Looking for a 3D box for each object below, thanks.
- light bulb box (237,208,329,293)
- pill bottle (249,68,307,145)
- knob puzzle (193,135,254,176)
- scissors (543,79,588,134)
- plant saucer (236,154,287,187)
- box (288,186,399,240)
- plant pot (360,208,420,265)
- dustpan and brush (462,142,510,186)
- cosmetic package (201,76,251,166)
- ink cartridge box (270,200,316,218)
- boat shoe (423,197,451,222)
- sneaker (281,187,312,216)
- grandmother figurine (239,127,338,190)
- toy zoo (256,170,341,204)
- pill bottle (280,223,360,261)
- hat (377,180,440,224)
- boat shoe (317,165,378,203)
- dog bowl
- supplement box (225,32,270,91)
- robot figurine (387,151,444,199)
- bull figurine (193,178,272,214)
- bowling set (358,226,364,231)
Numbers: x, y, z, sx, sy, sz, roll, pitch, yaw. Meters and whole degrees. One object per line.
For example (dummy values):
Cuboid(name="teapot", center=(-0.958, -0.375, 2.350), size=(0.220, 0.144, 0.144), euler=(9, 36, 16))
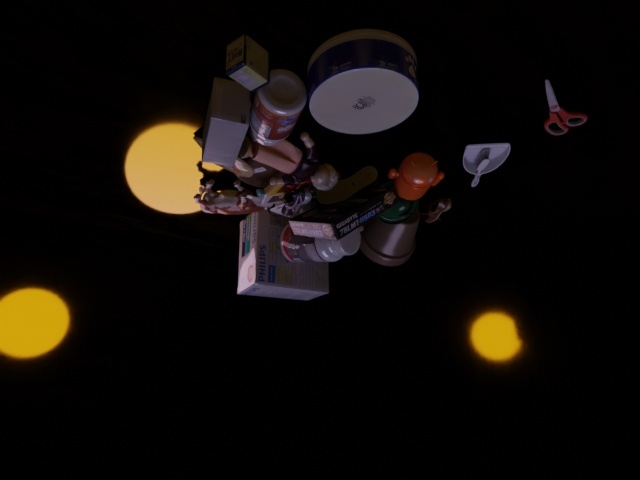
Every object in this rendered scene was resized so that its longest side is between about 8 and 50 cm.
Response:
Cuboid(name="light bulb box", center=(-0.169, 0.072, 1.972), size=(0.361, 0.357, 0.225), euler=(11, 157, -29))
Cuboid(name="pill bottle", center=(-0.117, -0.329, 1.114), size=(0.121, 0.121, 0.216), euler=(4, 166, -16))
Cuboid(name="knob puzzle", center=(-0.286, -0.261, 1.375), size=(0.213, 0.030, 0.213), euler=(27, 168, 6))
Cuboid(name="scissors", center=(0.650, -0.364, 1.220), size=(0.297, 0.021, 0.109), euler=(12, 160, -39))
Cuboid(name="plant saucer", center=(-0.177, -0.247, 1.506), size=(0.278, 0.041, 0.278), euler=(0, 162, 0))
Cuboid(name="box", center=(0.079, -0.101, 1.552), size=(0.293, 0.073, 0.296), euler=(-31, -160, -27))
Cuboid(name="plant pot", center=(0.310, -0.055, 1.841), size=(0.263, 0.263, 0.229), euler=(4, 145, -15))
Cuboid(name="dustpan and brush", center=(0.551, -0.253, 1.492), size=(0.147, 0.060, 0.211), euler=(-2, 162, 3))
Cuboid(name="cosmetic package", center=(-0.257, -0.310, 1.168), size=(0.107, 0.127, 0.238), euler=(5, 159, -17))
Cuboid(name="ink cartridge box", center=(-0.115, -0.142, 1.792), size=(0.104, 0.061, 0.181), euler=(-17, 156, 40))
Cuboid(name="boat shoe", center=(0.489, -0.134, 1.863), size=(0.060, 0.064, 0.178), euler=(10, 153, -17))
Cuboid(name="sneaker", center=(-0.105, -0.143, 1.551), size=(0.077, 0.071, 0.178), euler=(3, 153, -31))
Cuboid(name="grandmother figurine", center=(-0.085, -0.242, 1.367), size=(0.343, 0.104, 0.208), euler=(19, 137, -37))
Cuboid(name="toy zoo", center=(-0.094, -0.187, 1.571), size=(0.293, 0.030, 0.192), euler=(-11, 169, -31))
Cuboid(name="pill bottle", center=(0.000, 0.000, 1.751), size=(0.319, 0.176, 0.176), euler=(-4, 165, 44))
Cuboid(name="hat", center=(0.293, -0.121, 1.598), size=(0.209, 0.173, 0.183), euler=(-29, -164, 14))
Cuboid(name="boat shoe", center=(0.101, -0.187, 1.567), size=(0.233, 0.084, 0.079), euler=(-24, 166, 5))
Cuboid(name="dog bowl", center=(0.101, -0.369, 1.042), size=(0.265, 0.104, 0.265), euler=(-1, 162, 0))
Cuboid(name="supplement box", center=(-0.161, -0.397, 0.972), size=(0.056, 0.083, 0.083), euler=(-15, 158, 34))
Cuboid(name="robot figurine", center=(0.320, -0.218, 1.481), size=(0.158, 0.128, 0.219), euler=(39, 163, 7))
Cuboid(name="bull figurine", center=(-0.330, -0.159, 1.673), size=(0.311, 0.101, 0.188), euler=(-5, 158, 5))
Cuboid(name="bowling set", center=(0.091, -0.066, 1.842), size=(0.154, 0.199, 0.287), euler=(9, 155, -25))
